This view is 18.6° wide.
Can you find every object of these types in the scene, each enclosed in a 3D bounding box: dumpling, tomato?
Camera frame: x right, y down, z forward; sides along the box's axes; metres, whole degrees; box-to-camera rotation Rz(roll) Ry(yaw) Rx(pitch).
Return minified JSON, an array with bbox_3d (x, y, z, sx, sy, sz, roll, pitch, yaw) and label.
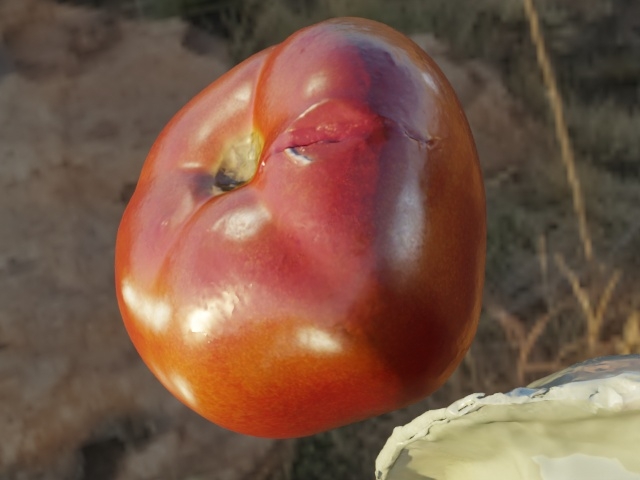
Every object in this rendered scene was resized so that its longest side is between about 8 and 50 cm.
[{"bbox_3d":[0.172,0.159,1.213,0.260,0.181,0.341,0,1,12],"label":"dumpling"},{"bbox_3d":[0.000,0.000,1.352,0.298,0.226,0.299,-30,42,31],"label":"tomato"}]
